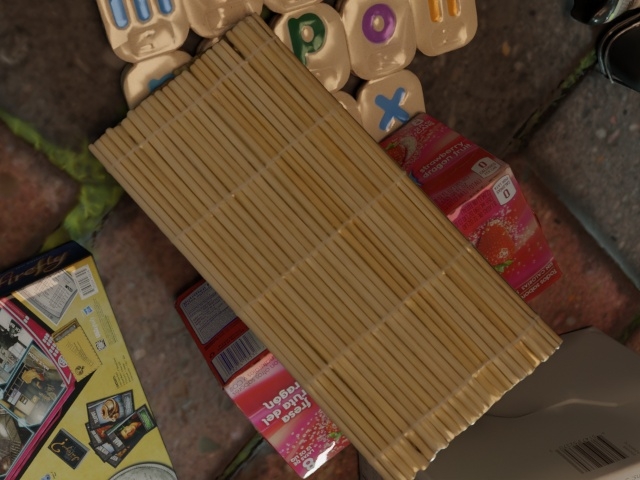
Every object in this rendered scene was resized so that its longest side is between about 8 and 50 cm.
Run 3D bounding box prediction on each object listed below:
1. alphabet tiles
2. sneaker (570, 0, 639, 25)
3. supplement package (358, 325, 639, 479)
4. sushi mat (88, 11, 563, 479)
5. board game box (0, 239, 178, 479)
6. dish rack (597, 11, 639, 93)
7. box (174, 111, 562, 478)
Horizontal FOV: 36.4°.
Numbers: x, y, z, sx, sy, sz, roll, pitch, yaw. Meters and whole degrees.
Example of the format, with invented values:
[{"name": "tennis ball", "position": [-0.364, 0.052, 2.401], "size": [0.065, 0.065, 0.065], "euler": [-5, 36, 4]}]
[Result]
[{"name": "alphabet tiles", "position": [-0.016, -0.171, 0.712], "size": [0.284, 0.021, 0.278], "euler": [-22, 119, -15]}, {"name": "sneaker", "position": [0.208, -0.241, 0.762], "size": [0.074, 0.063, 0.170], "euler": [-39, 125, -13]}, {"name": "supplement package", "position": [0.192, 0.206, 0.841], "size": [0.261, 0.204, 0.145], "euler": [-13, 114, -20]}, {"name": "sushi mat", "position": [0.000, 0.000, 0.654], "size": [0.151, 0.019, 0.316], "euler": [-42, 83, -4]}, {"name": "board game box", "position": [-0.208, 0.143, 0.717], "size": [0.165, 0.042, 0.243], "euler": [-27, 118, -25]}, {"name": "dish rack", "position": [0.383, -0.104, 0.865], "size": [0.208, 0.074, 0.272], "euler": [-26, 124, 7]}, {"name": "box", "position": [0.035, 0.037, 0.743], "size": [0.257, 0.128, 0.123], "euler": [-38, 126, -5]}]
